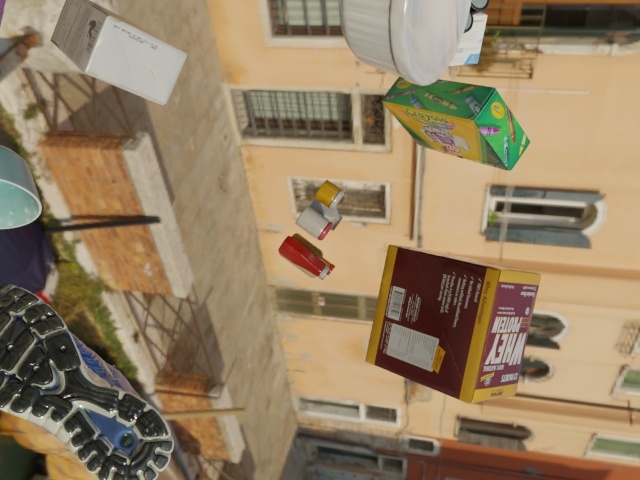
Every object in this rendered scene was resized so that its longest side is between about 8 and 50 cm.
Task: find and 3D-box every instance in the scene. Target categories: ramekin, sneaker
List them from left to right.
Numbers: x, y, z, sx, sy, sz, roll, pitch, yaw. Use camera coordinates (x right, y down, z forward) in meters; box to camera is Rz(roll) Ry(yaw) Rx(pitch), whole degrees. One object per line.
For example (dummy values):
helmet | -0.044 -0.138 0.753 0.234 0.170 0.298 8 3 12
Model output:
sneaker | -0.335 0.191 0.805 0.130 0.330 0.147 -46 -179 -22
ramekin | 0.135 -0.385 0.964 0.273 0.127 0.272 -40 140 -46

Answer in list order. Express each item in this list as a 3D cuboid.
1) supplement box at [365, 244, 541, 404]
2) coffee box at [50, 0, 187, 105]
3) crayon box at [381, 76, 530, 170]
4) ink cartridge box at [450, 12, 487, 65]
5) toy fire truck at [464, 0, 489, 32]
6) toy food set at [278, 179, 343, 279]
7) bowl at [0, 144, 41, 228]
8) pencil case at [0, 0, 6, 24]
supplement box | 0.198 0.119 0.941 0.129 0.194 0.191 8 95 -47
coffee box | -0.417 -0.392 1.262 0.168 0.297 0.118 18 105 -41
crayon box | 0.275 -0.250 1.289 0.165 0.278 0.081 40 84 -38
ink cartridge box | 0.351 -0.501 1.533 0.052 0.089 0.122 -124 -149 -47
toy fire truck | 0.208 -0.537 1.225 0.217 0.246 0.158 -54 -156 -15
toy food set | 0.000 0.000 1.133 0.111 0.105 0.232 -53 179 -38
bowl | -0.974 -0.173 1.810 0.311 0.312 0.163 72 11 -64
pencil case | -0.646 -0.344 1.033 0.160 0.167 0.385 36 61 -63
